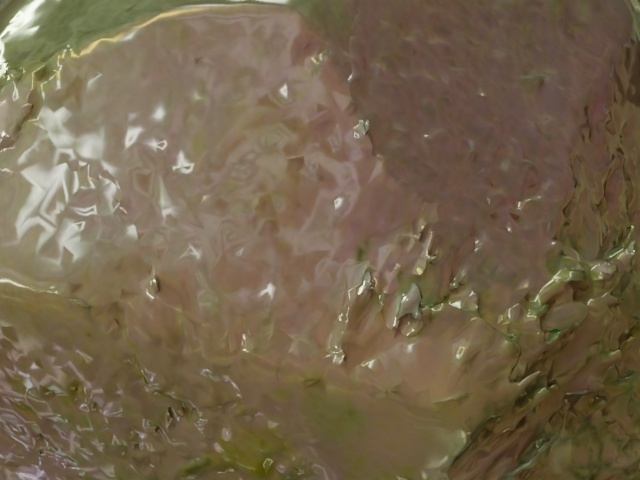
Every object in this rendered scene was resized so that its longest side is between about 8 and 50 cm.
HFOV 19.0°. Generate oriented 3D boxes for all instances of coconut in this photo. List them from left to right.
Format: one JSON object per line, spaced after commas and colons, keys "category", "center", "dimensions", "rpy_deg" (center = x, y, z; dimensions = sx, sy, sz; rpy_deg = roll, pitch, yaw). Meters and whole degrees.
{"category": "coconut", "center": [0.000, 0.000, 0.545], "dimensions": [0.245, 0.233, 0.233], "rpy_deg": [-63, -15, -49]}
